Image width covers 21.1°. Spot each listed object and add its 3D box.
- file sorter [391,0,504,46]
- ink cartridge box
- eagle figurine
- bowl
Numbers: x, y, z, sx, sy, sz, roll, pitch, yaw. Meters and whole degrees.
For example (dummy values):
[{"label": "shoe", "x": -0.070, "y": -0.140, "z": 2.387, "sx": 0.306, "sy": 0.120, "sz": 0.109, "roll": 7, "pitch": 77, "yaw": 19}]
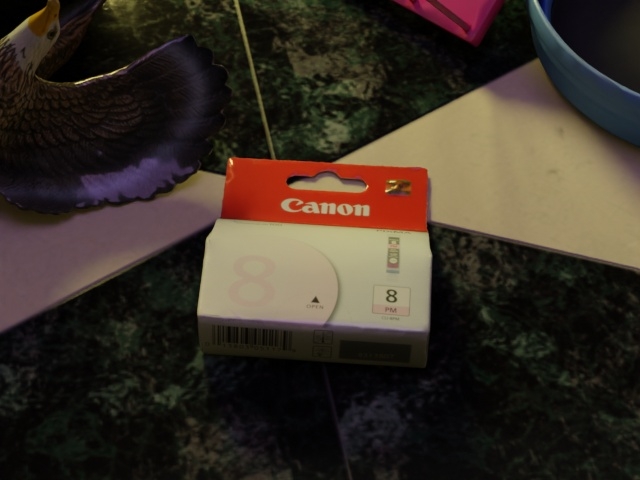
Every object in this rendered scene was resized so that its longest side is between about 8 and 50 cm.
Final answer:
[{"label": "file sorter", "x": 0.056, "y": -0.357, "z": 1.631, "sx": 0.290, "sy": 0.182, "sz": 0.202, "roll": 33, "pitch": 95, "yaw": 29}, {"label": "ink cartridge box", "x": 0.000, "y": 0.000, "z": 1.456, "sx": 0.189, "sy": 0.066, "sz": 0.232, "roll": 3, "pitch": 51, "yaw": 1}, {"label": "eagle figurine", "x": -0.256, "y": -0.131, "z": 1.507, "sx": 0.298, "sy": 0.225, "sz": 0.226, "roll": -6, "pitch": 85, "yaw": -48}, {"label": "bowl", "x": 0.388, "y": -0.218, "z": 1.658, "sx": 0.391, "sy": 0.077, "sz": 0.391, "roll": 2, "pitch": 47, "yaw": -2}]
